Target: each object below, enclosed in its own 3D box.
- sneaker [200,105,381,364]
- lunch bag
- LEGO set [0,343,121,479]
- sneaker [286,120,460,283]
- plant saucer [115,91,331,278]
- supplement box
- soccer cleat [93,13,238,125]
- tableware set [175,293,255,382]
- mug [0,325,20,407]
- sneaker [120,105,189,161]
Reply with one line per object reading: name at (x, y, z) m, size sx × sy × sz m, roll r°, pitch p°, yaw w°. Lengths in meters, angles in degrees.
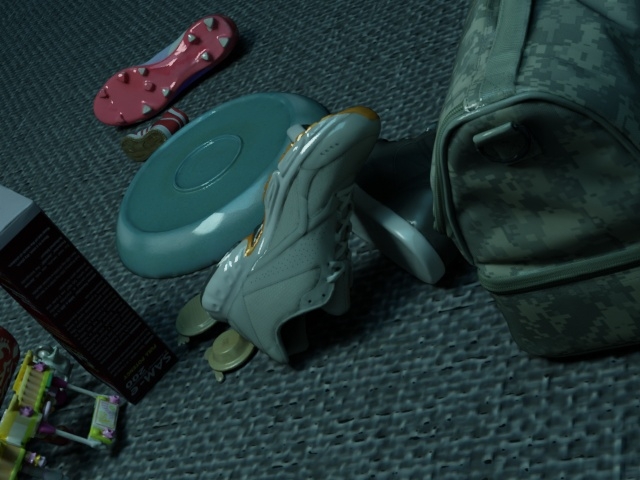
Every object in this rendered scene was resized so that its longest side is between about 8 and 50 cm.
sneaker at (0.000, 0.000, 1.040) m, size 0.099 × 0.121 × 0.262 m, roll -18°, pitch -35°, yaw -57°
lunch bag at (0.205, -0.101, 0.894) m, size 0.213 × 0.256 × 0.305 m, roll -13°, pitch 38°, yaw 30°
LEGO set at (-0.273, 0.225, 1.105) m, size 0.287 × 0.107 × 0.132 m, roll -82°, pitch 19°, yaw -44°
sneaker at (0.082, -0.074, 1.129) m, size 0.147 × 0.104 × 0.296 m, roll -39°, pitch 38°, yaw -8°
plant saucer at (-0.130, -0.084, 1.388) m, size 0.318 × 0.043 × 0.317 m, roll -24°, pitch 34°, yaw 17°
supplement box at (-0.265, 0.053, 1.150) m, size 0.073 × 0.239 × 0.130 m, roll -48°, pitch 34°, yaw -16°
soccer cleat at (-0.225, -0.250, 1.673) m, size 0.248 × 0.083 × 0.095 m, roll -35°, pitch 2°, yaw 11°
tableware set at (-0.073, 0.069, 1.158) m, size 0.169 × 0.020 × 0.141 m, roll -36°, pitch 34°, yaw -2°
mug at (-0.398, 0.161, 1.156) m, size 0.169 × 0.150 × 0.113 m, roll -76°, pitch 8°, yaw -45°
sneaker at (-0.226, -0.148, 1.561) m, size 0.118 × 0.042 × 0.067 m, roll -10°, pitch 29°, yaw 49°
